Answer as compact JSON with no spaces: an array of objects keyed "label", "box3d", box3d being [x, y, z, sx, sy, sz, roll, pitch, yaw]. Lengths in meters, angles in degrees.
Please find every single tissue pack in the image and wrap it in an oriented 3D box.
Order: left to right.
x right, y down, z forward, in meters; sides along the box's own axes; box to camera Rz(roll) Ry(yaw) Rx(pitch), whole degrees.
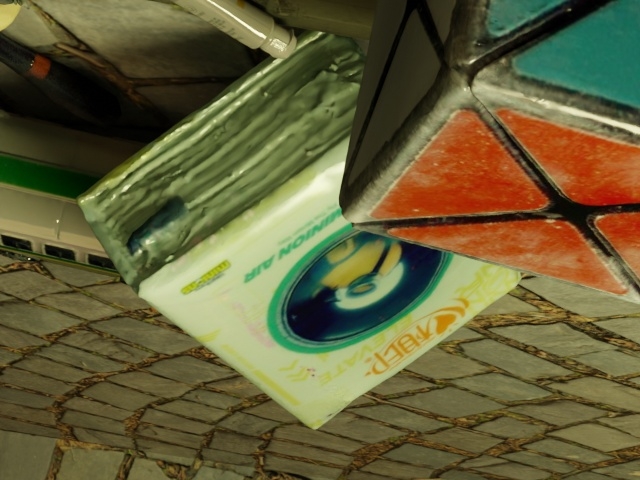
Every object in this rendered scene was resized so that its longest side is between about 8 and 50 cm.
[{"label":"tissue pack","box3d":[0.000,0.000,1.354,0.287,0.162,0.388,-35,148,4]}]

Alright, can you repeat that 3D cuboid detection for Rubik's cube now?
[{"label":"Rubik's cube","box3d":[0.177,-0.132,0.953,0.259,0.260,0.255,13,157,-13]}]

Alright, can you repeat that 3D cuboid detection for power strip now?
[{"label":"power strip","box3d":[-0.050,-0.210,1.159,0.268,0.034,0.092,10,159,0]}]

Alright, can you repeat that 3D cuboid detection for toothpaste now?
[{"label":"toothpaste","box3d":[-0.100,-0.195,1.132,0.190,0.031,0.048,27,156,-29]}]

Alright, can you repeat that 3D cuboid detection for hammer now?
[{"label":"hammer","box3d":[-0.289,-0.177,1.341,0.137,0.037,0.290,3,160,42]}]

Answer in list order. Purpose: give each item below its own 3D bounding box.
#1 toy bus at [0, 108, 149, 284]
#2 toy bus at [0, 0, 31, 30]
[{"label":"toy bus","box3d":[-0.252,-0.043,1.485,0.305,0.143,0.179,13,173,-4]},{"label":"toy bus","box3d":[-0.196,-0.260,0.649,0.177,0.365,0.202,5,161,16]}]
